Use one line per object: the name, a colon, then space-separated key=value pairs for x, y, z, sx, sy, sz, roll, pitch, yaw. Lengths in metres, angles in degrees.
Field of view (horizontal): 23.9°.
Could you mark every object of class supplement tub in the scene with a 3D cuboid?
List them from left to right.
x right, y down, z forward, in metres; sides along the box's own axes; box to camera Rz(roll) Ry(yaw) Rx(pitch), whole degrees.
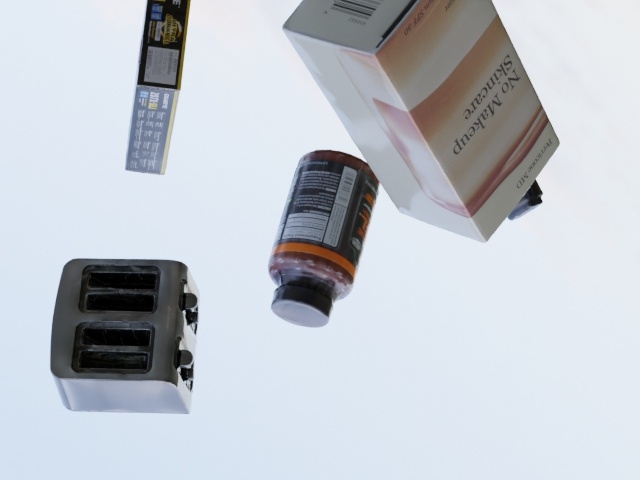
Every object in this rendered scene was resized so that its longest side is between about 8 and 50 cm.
supplement tub: x=0.000 y=0.000 z=1.770 sx=0.106 sy=0.106 sz=0.198 roll=32 pitch=-119 yaw=-32

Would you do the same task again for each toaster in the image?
toaster: x=-0.238 y=0.113 z=1.812 sx=0.110 sy=0.185 sz=0.168 roll=86 pitch=-174 yaw=-61

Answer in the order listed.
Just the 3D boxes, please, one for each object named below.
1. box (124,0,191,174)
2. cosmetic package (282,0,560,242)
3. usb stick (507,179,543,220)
box: x=-0.272 y=-0.293 z=2.548 sx=0.079 sy=0.322 sz=0.257 roll=6 pitch=-114 yaw=-9
cosmetic package: x=0.107 y=-0.151 z=1.493 sx=0.129 sy=0.153 sz=0.296 roll=23 pitch=160 yaw=40
usb stick: x=0.223 y=-0.161 z=2.112 sx=0.045 sy=0.077 sz=0.278 roll=-20 pitch=-101 yaw=-43
